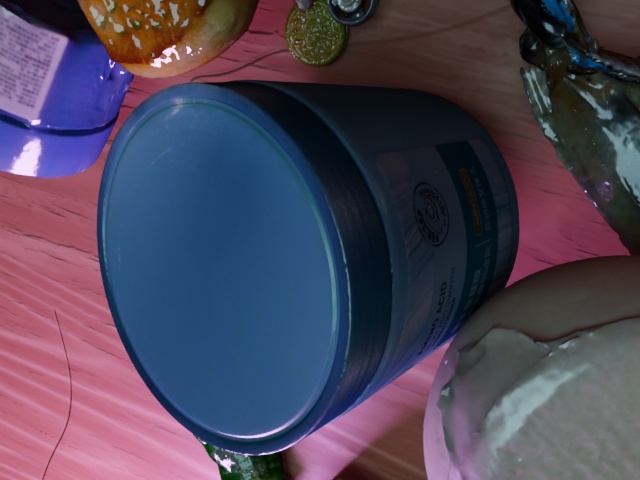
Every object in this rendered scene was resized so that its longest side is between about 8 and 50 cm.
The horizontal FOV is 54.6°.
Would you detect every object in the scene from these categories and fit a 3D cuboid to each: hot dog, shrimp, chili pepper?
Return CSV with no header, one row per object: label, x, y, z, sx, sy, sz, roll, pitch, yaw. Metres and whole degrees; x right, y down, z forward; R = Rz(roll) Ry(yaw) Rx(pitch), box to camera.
hot dog,-0.212,-0.397,0.698,0.185,0.223,0.405,-20,111,30
shrimp,0.359,-0.113,0.637,0.221,0.110,0.446,-43,90,20
chili pepper,-0.125,0.400,1.085,0.136,0.099,0.271,-19,99,3

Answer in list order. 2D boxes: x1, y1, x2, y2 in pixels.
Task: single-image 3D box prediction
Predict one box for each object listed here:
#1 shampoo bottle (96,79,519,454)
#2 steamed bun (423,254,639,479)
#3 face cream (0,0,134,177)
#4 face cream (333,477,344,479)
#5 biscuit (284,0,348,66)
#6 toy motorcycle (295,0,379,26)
shampoo bottle,0.000,0.000,0.667,0.331,0.342,0.332,10,107,37
steamed bun,0.285,0.186,0.633,0.373,0.241,0.375,1,108,2
face cream,-0.374,-0.244,0.816,0.249,0.249,0.225,40,122,2
face cream,0.039,0.528,0.997,0.179,0.218,0.218,37,121,6
biscuit,-0.006,-0.263,0.784,0.083,0.023,0.084,10,117,20
toy motorcycle,0.033,-0.365,0.694,0.151,0.074,0.229,28,118,10
